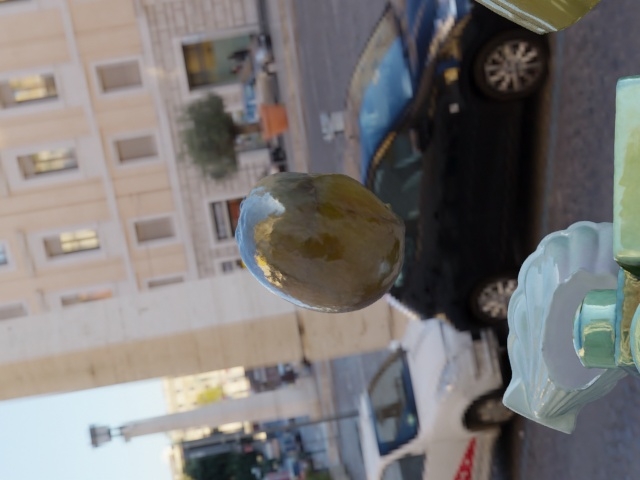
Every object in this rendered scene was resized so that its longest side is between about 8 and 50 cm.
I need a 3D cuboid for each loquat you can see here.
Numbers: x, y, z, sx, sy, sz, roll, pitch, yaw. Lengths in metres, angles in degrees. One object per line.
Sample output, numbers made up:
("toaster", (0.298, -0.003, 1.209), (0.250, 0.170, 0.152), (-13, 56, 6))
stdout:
("loquat", (0.000, 0.000, 1.445), (0.179, 0.227, 0.179), (-24, 59, 48))

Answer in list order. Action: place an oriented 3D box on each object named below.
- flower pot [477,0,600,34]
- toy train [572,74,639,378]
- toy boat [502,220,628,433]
("flower pot", (0.228, -0.326, 1.253), (0.179, 0.195, 0.195), (38, -174, -13))
("toy train", (0.366, 0.002, 0.771), (0.160, 0.397, 0.253), (29, -117, -60))
("toy boat", (0.347, 0.109, 1.538), (0.100, 0.199, 0.290), (43, -110, -83))
